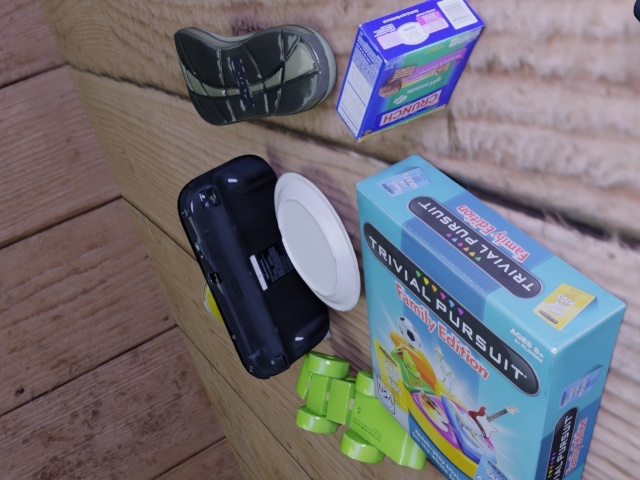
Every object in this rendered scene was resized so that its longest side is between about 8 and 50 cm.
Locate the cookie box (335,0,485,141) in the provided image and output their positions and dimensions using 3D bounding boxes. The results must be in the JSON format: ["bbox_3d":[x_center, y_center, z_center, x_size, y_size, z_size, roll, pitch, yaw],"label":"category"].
[{"bbox_3d":[0.067,-0.134,0.587,0.040,0.091,0.107,60,161,18],"label":"cookie box"}]

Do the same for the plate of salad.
[{"bbox_3d":[0.000,0.000,0.987,0.200,0.048,0.200,44,148,36],"label":"plate of salad"}]

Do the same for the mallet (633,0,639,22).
[{"bbox_3d":[0.209,-0.143,0.315,0.062,0.039,0.190,58,156,16],"label":"mallet"}]

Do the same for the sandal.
[{"bbox_3d":[-0.077,-0.201,0.887,0.302,0.086,0.120,15,125,45],"label":"sandal"}]

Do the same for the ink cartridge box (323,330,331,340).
[{"bbox_3d":[-0.070,0.084,1.176,0.062,0.109,0.209,24,137,59],"label":"ink cartridge box"}]

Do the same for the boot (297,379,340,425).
[{"bbox_3d":[0.015,0.300,1.325,0.085,0.059,0.158,68,168,-22],"label":"boot"}]

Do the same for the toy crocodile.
[{"bbox_3d":[0.055,0.238,1.079,0.340,0.105,0.115,10,89,60],"label":"toy crocodile"}]

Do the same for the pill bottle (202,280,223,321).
[{"bbox_3d":[-0.134,0.106,1.350,0.215,0.117,0.117,7,122,67],"label":"pill bottle"}]

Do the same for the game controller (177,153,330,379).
[{"bbox_3d":[-0.088,0.039,1.083,0.067,0.166,0.319,-2,115,44],"label":"game controller"}]

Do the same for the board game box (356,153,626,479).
[{"bbox_3d":[0.146,0.120,0.732,0.254,0.079,0.336,44,153,42],"label":"board game box"}]
